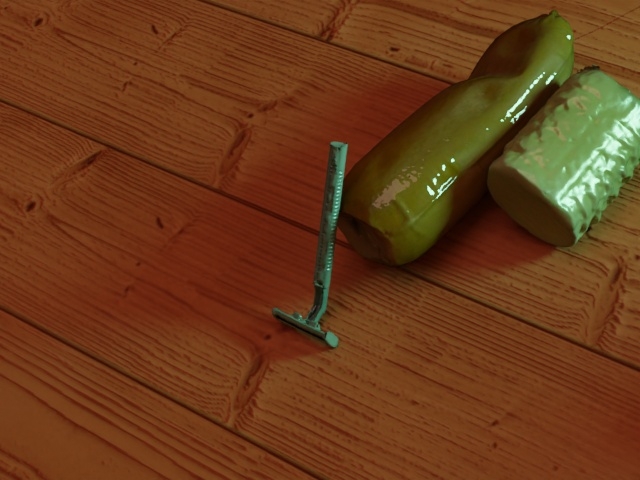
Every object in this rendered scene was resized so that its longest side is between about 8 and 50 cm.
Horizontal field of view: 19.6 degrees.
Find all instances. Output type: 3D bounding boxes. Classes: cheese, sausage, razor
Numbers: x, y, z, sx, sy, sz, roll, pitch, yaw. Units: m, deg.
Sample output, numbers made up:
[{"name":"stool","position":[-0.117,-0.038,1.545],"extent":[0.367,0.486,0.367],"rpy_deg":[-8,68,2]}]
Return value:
[{"name":"cheese","position":[0.263,-0.087,1.922],"extent":[0.123,0.094,0.167],"rpy_deg":[41,69,1]},{"name":"sausage","position":[0.161,-0.117,1.987],"extent":[0.354,0.116,0.134],"rpy_deg":[-44,17,-19]},{"name":"razor","position":[0.005,-0.001,1.918],"extent":[0.084,0.211,0.036],"rpy_deg":[24,19,39]}]
